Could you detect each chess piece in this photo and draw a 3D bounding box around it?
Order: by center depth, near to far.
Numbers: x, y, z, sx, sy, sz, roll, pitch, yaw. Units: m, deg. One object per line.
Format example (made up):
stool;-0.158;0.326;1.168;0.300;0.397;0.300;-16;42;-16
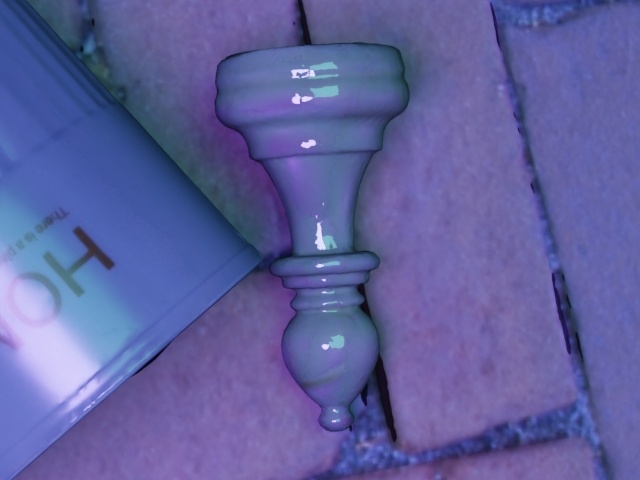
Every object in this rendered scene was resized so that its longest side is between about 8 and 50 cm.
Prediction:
chess piece;0.000;0.000;1.400;0.139;0.139;0.272;-4;91;-19

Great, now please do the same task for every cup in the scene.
cup;-0.254;-0.003;1.263;0.311;0.331;0.257;50;35;-1
